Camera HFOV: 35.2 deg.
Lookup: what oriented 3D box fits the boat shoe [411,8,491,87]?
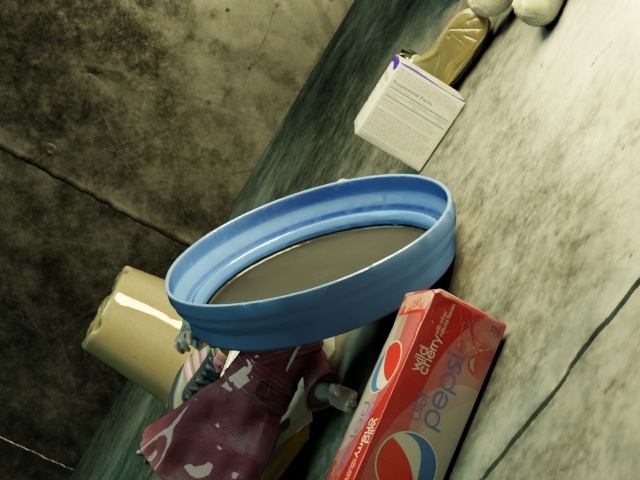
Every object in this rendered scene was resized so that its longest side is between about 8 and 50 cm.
[{"bbox_3d":[0.206,-0.289,1.685,0.223,0.080,0.073,-49,-22,25],"label":"boat shoe"}]

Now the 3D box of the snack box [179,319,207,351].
[{"bbox_3d":[-0.127,0.058,1.920,0.322,0.060,0.187,-40,-18,-35],"label":"snack box"}]

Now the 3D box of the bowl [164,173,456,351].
[{"bbox_3d":[-0.008,0.024,1.321,0.391,0.077,0.391,-16,19,6],"label":"bowl"}]

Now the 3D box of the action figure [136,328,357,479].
[{"bbox_3d":[-0.078,0.216,1.423,0.370,0.248,0.276,-54,-12,-2],"label":"action figure"}]

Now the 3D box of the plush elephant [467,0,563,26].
[{"bbox_3d":[0.266,-0.497,1.431,0.330,0.255,0.272,-56,18,15],"label":"plush elephant"}]

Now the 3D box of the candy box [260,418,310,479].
[{"bbox_3d":[-0.078,0.338,1.529,0.206,0.027,0.105,-56,14,21],"label":"candy box"}]

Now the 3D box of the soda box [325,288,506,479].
[{"bbox_3d":[0.089,0.184,1.024,0.263,0.092,0.083,-65,12,-15],"label":"soda box"}]

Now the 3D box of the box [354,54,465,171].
[{"bbox_3d":[0.141,-0.206,1.629,0.137,0.126,0.072,-57,11,18],"label":"box"}]

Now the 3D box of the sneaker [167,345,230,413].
[{"bbox_3d":[-0.228,0.267,2.125,0.319,0.112,0.131,-63,9,-1],"label":"sneaker"}]

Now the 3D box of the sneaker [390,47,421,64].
[{"bbox_3d":[0.168,-0.336,1.943,0.063,0.075,0.170,-60,12,5],"label":"sneaker"}]

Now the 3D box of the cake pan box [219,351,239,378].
[{"bbox_3d":[-0.140,0.223,1.849,0.246,0.070,0.267,110,180,-49],"label":"cake pan box"}]

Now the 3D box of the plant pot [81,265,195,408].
[{"bbox_3d":[-0.383,0.226,2.403,0.334,0.305,0.334,-57,12,20],"label":"plant pot"}]

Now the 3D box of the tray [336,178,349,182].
[{"bbox_3d":[0.000,0.000,1.762,0.145,0.030,0.270,2,-54,-54],"label":"tray"}]

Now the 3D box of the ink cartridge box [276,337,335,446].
[{"bbox_3d":[-0.048,0.225,1.546,0.181,0.056,0.225,-43,35,36],"label":"ink cartridge box"}]
